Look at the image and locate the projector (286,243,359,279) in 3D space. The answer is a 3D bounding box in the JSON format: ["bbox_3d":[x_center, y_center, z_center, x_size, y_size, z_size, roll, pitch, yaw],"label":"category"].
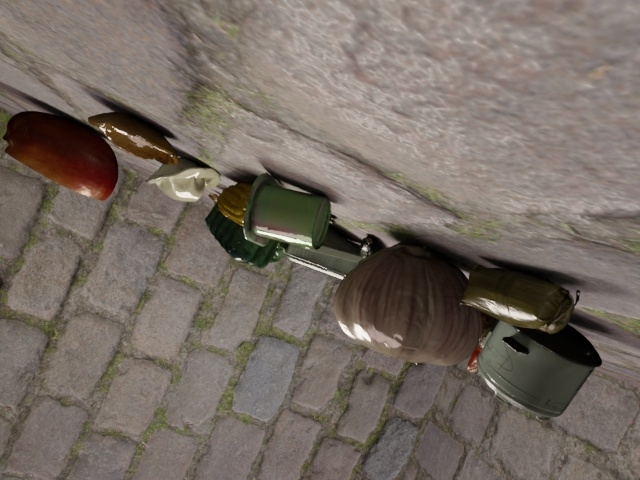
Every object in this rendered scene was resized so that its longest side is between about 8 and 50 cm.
[{"bbox_3d":[0.025,0.057,1.676,0.257,0.099,0.192,19,-171,13],"label":"projector"}]

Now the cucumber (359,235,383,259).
[{"bbox_3d":[0.147,0.037,1.334,0.068,0.067,0.293,23,175,14],"label":"cucumber"}]

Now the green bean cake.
[{"bbox_3d":[-0.230,-0.021,1.718,0.308,0.169,0.300,28,-172,-44],"label":"green bean cake"}]

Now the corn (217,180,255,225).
[{"bbox_3d":[-0.194,-0.096,1.221,0.121,0.120,0.363,26,177,-25],"label":"corn"}]

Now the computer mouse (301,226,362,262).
[{"bbox_3d":[0.003,-0.006,1.422,0.197,0.094,0.331,22,-176,41],"label":"computer mouse"}]

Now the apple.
[{"bbox_3d":[-0.918,-0.295,1.669,0.329,0.294,0.365,-13,150,35],"label":"apple"}]

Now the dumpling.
[{"bbox_3d":[-0.366,-0.174,1.323,0.167,0.125,0.216,-7,154,22],"label":"dumpling"}]

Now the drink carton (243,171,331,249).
[{"bbox_3d":[-0.061,-0.050,0.966,0.143,0.145,0.144,14,174,16],"label":"drink carton"}]

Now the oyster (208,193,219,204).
[{"bbox_3d":[-0.378,-0.136,2.082,0.129,0.078,0.345,31,-177,31],"label":"oyster"}]

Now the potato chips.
[{"bbox_3d":[-0.408,-0.235,1.048,0.208,0.061,0.195,29,168,-37],"label":"potato chips"}]

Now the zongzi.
[{"bbox_3d":[0.389,0.118,0.818,0.205,0.094,0.205,22,177,-26],"label":"zongzi"}]

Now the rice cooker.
[{"bbox_3d":[0.521,0.274,1.134,0.281,0.226,0.241,11,-159,-34],"label":"rice cooker"}]

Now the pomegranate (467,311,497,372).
[{"bbox_3d":[0.523,0.304,1.379,0.214,0.248,0.214,36,-157,-18],"label":"pomegranate"}]

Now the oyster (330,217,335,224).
[{"bbox_3d":[-0.028,-0.061,1.205,0.146,0.045,0.122,10,164,43],"label":"oyster"}]

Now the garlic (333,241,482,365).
[{"bbox_3d":[0.201,0.134,1.052,0.318,0.259,0.317,0,-171,0],"label":"garlic"}]
